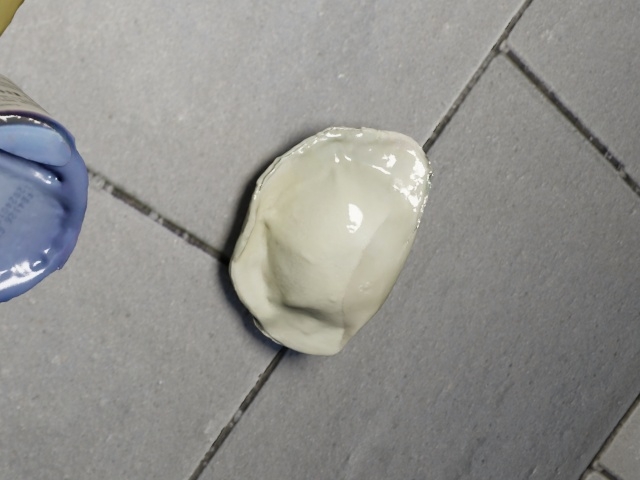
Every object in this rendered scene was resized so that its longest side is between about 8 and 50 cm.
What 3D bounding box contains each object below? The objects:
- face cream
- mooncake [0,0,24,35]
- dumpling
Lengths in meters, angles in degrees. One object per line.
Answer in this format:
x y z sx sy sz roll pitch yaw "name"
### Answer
-0.410 -0.071 1.694 0.249 0.225 0.249 -22 129 -29 "face cream"
-0.404 -0.363 1.378 0.246 0.394 0.393 -49 152 -4 "mooncake"
-0.002 0.002 2.172 0.260 0.181 0.341 15 137 -26 "dumpling"
